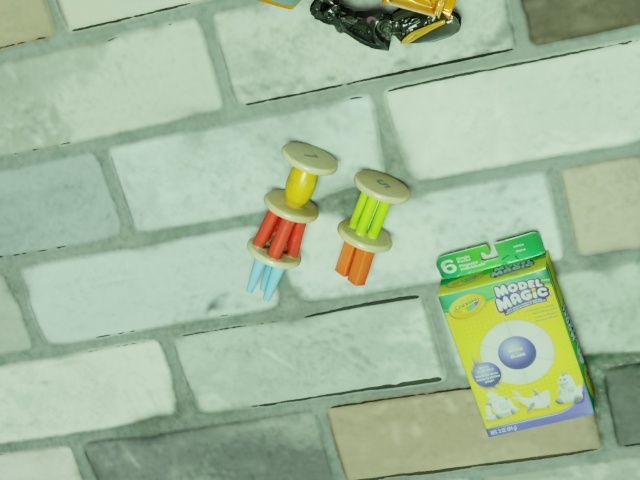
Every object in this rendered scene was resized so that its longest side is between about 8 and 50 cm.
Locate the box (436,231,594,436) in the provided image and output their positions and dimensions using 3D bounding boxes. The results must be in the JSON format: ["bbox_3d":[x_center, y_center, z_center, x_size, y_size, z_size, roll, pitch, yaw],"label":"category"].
[{"bbox_3d":[0.176,0.085,1.200,0.105,0.043,0.179,-16,108,17],"label":"box"}]

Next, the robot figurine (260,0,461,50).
[{"bbox_3d":[0.007,-0.265,1.055,0.291,0.085,0.211,17,116,3],"label":"robot figurine"}]

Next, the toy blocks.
[{"bbox_3d":[0.000,0.000,1.189,0.123,0.054,0.148,22,116,2],"label":"toy blocks"}]
